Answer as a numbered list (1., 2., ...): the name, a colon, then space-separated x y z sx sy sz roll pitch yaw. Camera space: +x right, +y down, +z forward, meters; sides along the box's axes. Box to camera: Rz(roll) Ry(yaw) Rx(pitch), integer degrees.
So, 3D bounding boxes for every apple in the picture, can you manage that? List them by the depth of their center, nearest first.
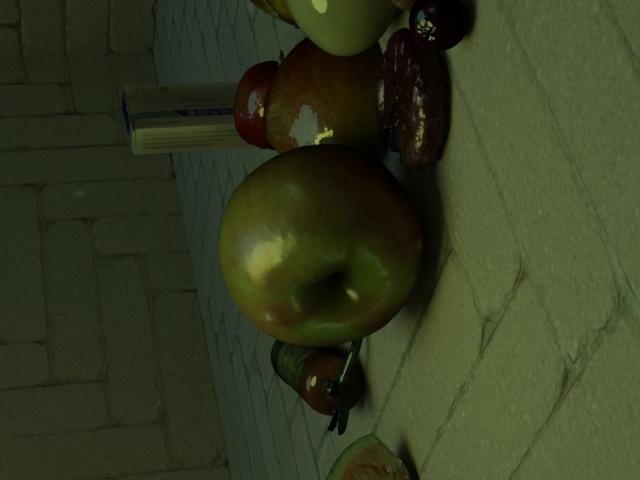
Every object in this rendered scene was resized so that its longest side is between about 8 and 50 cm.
1. apple: 0.000 0.000 1.736 0.277 0.319 0.319 -106 19 -47
2. apple: 0.011 -0.251 1.972 0.179 0.254 0.346 47 -169 -36

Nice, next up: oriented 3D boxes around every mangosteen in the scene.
1. mangosteen: 0.157 -0.292 1.513 0.081 0.081 0.081 176 90 -75

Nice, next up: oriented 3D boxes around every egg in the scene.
1. egg: 0.032 -0.401 1.735 0.186 0.186 0.241 -134 33 -67

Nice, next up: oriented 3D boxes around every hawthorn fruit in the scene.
1. hawthorn fruit: -0.082 -0.274 2.211 0.179 0.179 0.200 -123 30 -61

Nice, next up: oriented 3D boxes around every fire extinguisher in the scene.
1. fire extinguisher: -0.001 0.222 2.154 0.376 0.113 0.200 -153 61 -73

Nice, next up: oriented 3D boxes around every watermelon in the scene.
1. watermelon: 0.075 0.492 1.828 0.188 0.175 0.322 107 155 -52

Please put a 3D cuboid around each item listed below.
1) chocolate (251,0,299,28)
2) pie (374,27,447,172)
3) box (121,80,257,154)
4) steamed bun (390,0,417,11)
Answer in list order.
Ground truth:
1. chocolate: -0.082 -0.504 2.186 0.445 0.162 0.162 -134 42 -69
2. pie: 0.131 -0.204 1.677 0.218 0.054 0.204 -110 21 -51
3. box: -0.251 -0.273 2.509 0.200 0.343 0.065 -113 24 -51
4. steamed bun: 0.127 -0.408 1.555 0.175 0.106 0.145 62 150 26
